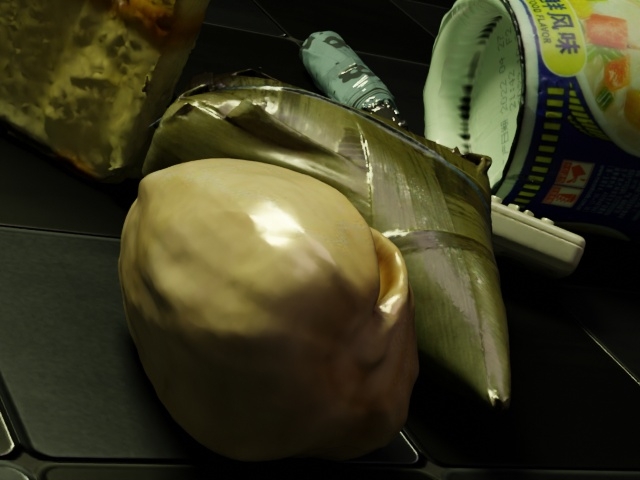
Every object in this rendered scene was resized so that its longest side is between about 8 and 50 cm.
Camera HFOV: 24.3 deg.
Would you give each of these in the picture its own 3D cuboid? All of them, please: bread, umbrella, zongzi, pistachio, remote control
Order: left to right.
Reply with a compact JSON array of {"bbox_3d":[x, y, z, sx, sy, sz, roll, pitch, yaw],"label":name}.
[{"bbox_3d":[-0.195,-0.203,1.068,0.236,0.263,0.198,19,17,-11],"label":"bread"},{"bbox_3d":[-0.034,0.035,0.842,0.157,0.157,0.229,5,22,-33],"label":"pistachio"},{"bbox_3d":[0.000,0.000,0.968,0.250,0.125,0.274,18,28,-10],"label":"zongzi"},{"bbox_3d":[0.035,-0.134,1.388,0.053,0.052,0.250,48,5,-34],"label":"umbrella"},{"bbox_3d":[0.093,-0.022,1.172,0.230,0.049,0.090,21,-7,3],"label":"remote control"}]

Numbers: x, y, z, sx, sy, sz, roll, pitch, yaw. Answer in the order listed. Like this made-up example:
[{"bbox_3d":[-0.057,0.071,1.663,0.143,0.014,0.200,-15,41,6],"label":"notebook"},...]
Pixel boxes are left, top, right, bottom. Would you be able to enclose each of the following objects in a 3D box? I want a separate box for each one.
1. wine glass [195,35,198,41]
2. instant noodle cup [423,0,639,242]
[{"bbox_3d":[-0.209,-0.237,1.316,0.126,0.126,0.241,0,33,-40],"label":"wine glass"},{"bbox_3d":[0.268,-0.112,1.290,0.312,0.284,0.284,3,27,-20],"label":"instant noodle cup"}]
